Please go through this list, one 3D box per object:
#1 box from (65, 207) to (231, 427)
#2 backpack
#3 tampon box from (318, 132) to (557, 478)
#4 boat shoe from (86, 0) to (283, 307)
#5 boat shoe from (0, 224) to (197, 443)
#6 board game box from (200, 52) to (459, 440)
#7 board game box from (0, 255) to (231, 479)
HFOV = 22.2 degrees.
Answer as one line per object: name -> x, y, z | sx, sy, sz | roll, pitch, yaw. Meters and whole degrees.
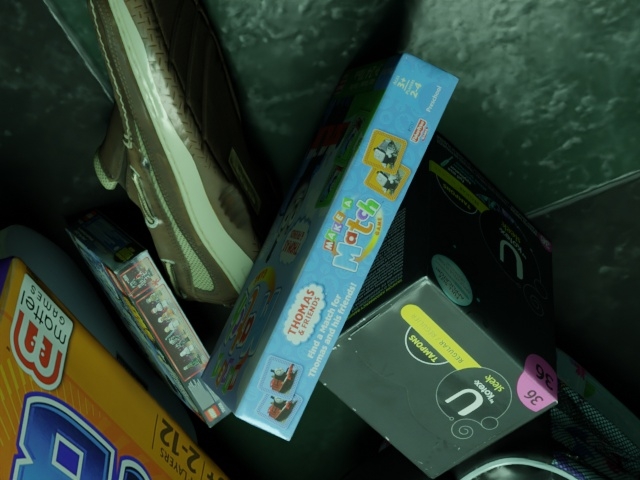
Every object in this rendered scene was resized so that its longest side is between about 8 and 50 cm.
box -> -0.111, 0.050, 1.075 | 0.027, 0.094, 0.137 | -35, 121, -13
backpack -> 0.149, 0.212, 1.100 | 0.253, 0.191, 0.225 | 41, 124, -13
tampon box -> 0.070, 0.037, 1.005 | 0.101, 0.161, 0.120 | -36, 115, 26
boat shoe -> -0.099, -0.056, 1.000 | 0.095, 0.095, 0.257 | -9, 124, 19
boat shoe -> -0.172, 0.087, 1.121 | 0.076, 0.080, 0.228 | -24, 127, 19
board game box -> 0.000, 0.000, 0.930 | 0.039, 0.160, 0.211 | 25, 87, -11
board game box -> -0.270, 0.286, 1.030 | 0.357, 0.356, 0.356 | -15, 135, 24
